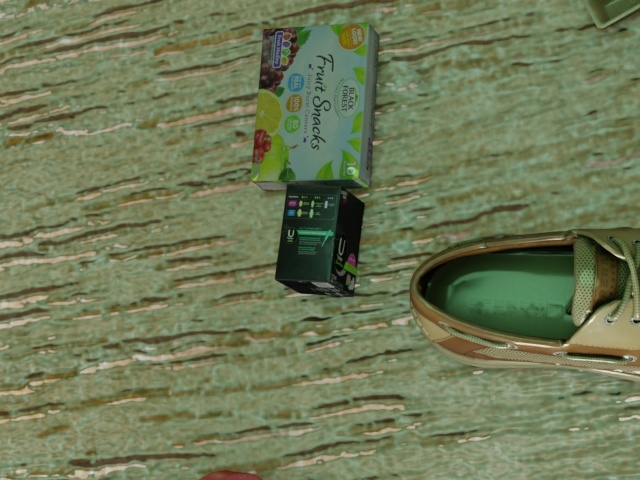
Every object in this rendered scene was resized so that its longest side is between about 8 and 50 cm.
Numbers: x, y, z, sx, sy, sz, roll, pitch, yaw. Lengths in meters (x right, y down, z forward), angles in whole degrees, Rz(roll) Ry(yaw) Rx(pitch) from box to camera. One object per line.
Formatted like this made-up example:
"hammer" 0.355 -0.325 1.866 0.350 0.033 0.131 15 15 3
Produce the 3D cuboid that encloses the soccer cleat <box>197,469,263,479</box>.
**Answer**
"soccer cleat" -0.070 0.310 1.238 0.095 0.083 0.248 -18 73 41

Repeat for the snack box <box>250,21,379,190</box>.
"snack box" -0.004 -0.115 1.335 0.100 0.037 0.141 -1 76 18

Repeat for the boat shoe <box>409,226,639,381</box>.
"boat shoe" 0.220 0.047 1.168 0.324 0.120 0.122 -5 75 19

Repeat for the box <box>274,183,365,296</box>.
"box" 0.000 0.000 1.290 0.052 0.062 0.083 2 77 21

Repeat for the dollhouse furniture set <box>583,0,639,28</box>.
"dollhouse furniture set" 0.273 -0.201 1.233 0.114 0.081 0.091 -29 69 11
